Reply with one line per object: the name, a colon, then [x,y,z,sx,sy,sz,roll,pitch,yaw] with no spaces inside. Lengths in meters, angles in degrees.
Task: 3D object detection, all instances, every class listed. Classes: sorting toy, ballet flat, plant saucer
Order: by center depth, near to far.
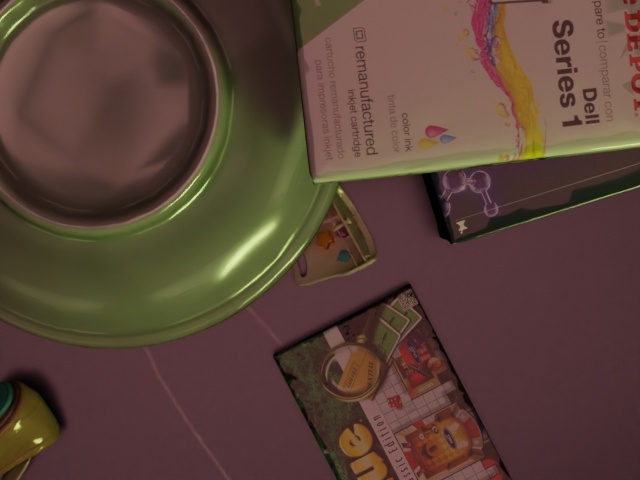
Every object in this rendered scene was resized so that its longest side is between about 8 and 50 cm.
plant saucer: [-0.176,-0.109,1.278,0.400,0.100,0.400,0,91,5]
ballet flat: [-0.314,0.216,1.329,0.232,0.080,0.073,-41,123,4]
sorting toy: [0.000,0.000,1.337,0.075,0.045,0.083,-31,81,13]

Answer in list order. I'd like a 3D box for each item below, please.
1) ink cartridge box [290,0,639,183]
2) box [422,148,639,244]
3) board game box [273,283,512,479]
ink cartridge box: [0.119,-0.157,1.193,0.278,0.117,0.201,-7,92,-1]
box: [0.201,-0.122,1.305,0.261,0.103,0.184,-18,96,0]
board game box: [0.077,0.182,1.356,0.136,0.030,0.260,-28,94,3]
